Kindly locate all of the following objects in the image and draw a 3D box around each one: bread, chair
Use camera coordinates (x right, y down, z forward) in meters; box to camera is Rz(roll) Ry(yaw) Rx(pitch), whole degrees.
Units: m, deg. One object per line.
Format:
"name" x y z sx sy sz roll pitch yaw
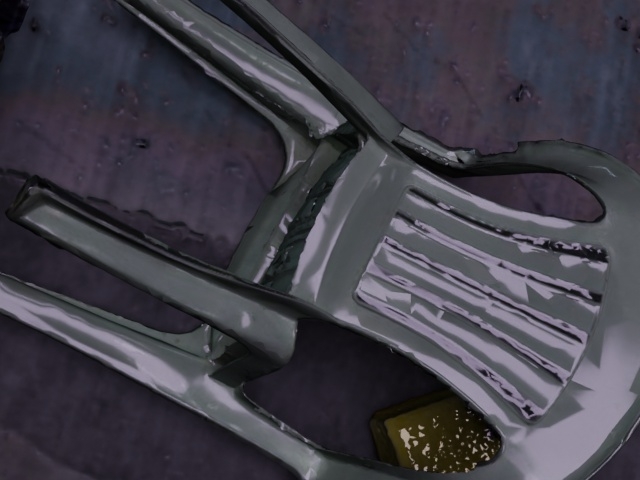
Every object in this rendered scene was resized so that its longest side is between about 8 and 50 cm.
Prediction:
"bread" 0.099 0.185 0.626 0.088 0.049 0.226 -18 85 -14
"chair" 0.000 0.000 0.567 0.274 0.190 0.203 29 75 -17

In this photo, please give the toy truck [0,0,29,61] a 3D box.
"toy truck" -0.192 -0.084 0.544 0.111 0.136 0.286 12 55 -21
